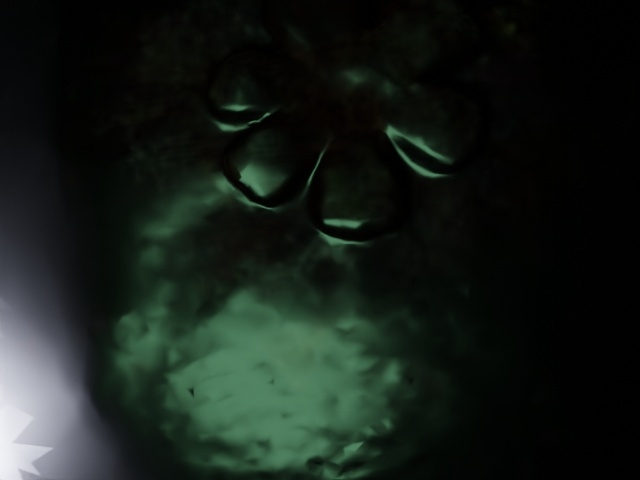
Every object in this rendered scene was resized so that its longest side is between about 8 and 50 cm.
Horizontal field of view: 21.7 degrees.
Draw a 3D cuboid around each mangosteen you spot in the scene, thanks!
[{"bbox_3d":[0.010,0.002,0.609,0.297,0.297,0.313,-7,151,21],"label":"mangosteen"}]
